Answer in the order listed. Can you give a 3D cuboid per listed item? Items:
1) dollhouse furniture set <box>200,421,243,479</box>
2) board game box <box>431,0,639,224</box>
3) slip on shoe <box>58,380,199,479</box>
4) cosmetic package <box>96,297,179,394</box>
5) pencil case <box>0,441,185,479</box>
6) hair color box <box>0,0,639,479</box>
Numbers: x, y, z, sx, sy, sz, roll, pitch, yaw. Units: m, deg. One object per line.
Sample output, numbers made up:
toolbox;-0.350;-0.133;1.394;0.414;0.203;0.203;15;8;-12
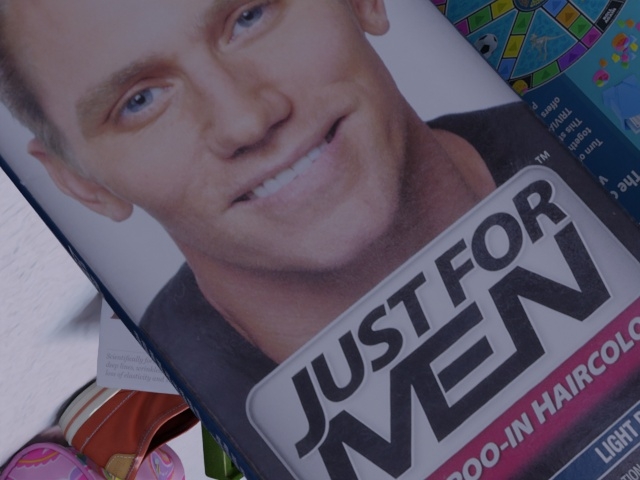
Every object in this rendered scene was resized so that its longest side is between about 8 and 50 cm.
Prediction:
dollhouse furniture set;0.022;0.169;1.398;0.198;0.151;0.301;5;-161;33
board game box;0.085;-0.065;0.575;0.079;0.336;0.254;-25;160;-51
slip on shoe;-0.109;0.133;1.211;0.331;0.101;0.123;-34;164;-34
cosmetic package;-0.090;0.090;1.024;0.231;0.117;0.085;11;83;-71
pencil case;-0.240;0.271;1.254;0.124;0.124;0.284;-42;168;3
hair color box;-0.003;-0.008;0.484;0.174;0.347;0.105;-39;167;-10
